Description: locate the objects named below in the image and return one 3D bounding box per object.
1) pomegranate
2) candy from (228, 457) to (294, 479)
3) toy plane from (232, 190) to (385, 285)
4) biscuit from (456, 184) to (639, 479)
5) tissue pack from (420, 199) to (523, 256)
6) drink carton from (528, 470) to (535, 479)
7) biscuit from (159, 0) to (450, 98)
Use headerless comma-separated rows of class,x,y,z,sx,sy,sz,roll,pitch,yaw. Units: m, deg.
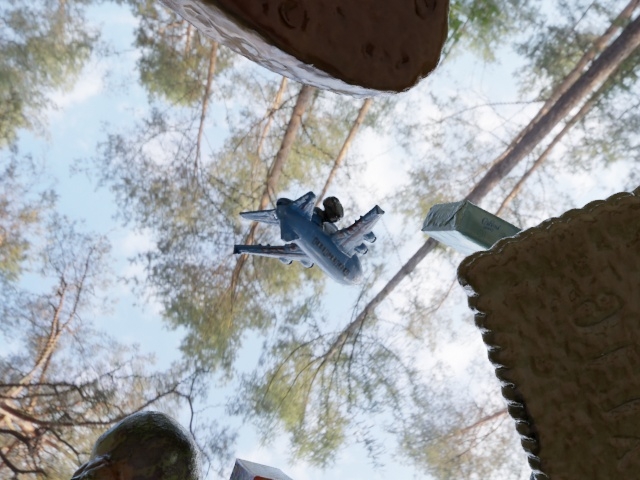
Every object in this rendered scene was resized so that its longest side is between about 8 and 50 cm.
pomegranate,-0.345,0.446,1.161,0.276,0.222,0.204,-42,-65,-57
candy,-0.064,0.280,0.718,0.062,0.122,0.038,19,-105,-13
toy plane,0.000,0.000,0.993,0.254,0.271,0.105,-15,-115,25
biscuit,0.273,0.123,0.599,0.217,0.044,0.325,-24,-78,0
tissue pack,0.370,0.002,1.375,0.263,0.177,0.089,28,-98,-15
drink carton,0.461,0.494,1.277,0.071,0.165,0.056,-7,-154,-24
biscuit,-0.008,-0.234,0.339,0.262,0.052,0.277,23,-96,-35
